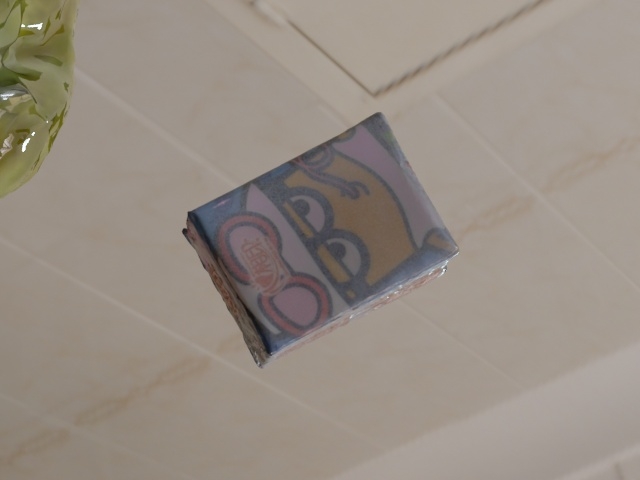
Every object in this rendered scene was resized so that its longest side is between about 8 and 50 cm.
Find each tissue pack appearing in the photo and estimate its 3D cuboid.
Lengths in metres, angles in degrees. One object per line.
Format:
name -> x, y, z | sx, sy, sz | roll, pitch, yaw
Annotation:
tissue pack -> 0.000, 0.000, 1.087 | 0.155, 0.065, 0.115 | -27, -100, -15

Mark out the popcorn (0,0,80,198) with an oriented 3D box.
popcorn -> -0.179, -0.092, 0.538 | 0.198, 0.212, 0.198 | 31, -55, 58
